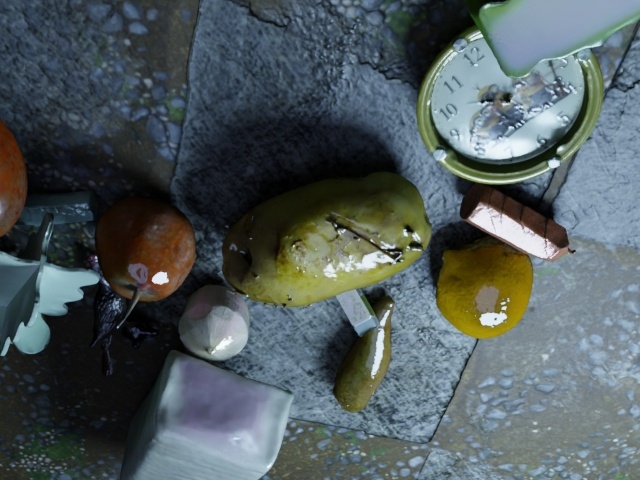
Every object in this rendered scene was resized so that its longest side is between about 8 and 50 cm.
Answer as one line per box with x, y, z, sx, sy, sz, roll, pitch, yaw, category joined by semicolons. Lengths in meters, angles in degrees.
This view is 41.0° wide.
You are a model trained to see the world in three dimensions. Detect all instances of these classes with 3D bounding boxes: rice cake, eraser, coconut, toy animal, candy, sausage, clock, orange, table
-0.443;-0.046;1.229;0.245;0.045;0.042;0;128;3;rice cake
0.055;0.102;1.308;0.038;0.019;0.083;-30;89;24;eraser
-0.160;0.133;1.301;0.110;0.124;0.110;1;125;2;coconut
-0.322;0.107;1.327;0.105;0.070;0.202;-27;125;-31;toy animal
-0.198;0.323;1.383;0.208;0.145;0.358;21;146;-12;candy
0.280;-0.021;1.201;0.169;0.065;0.065;27;124;-16;sausage
0.236;-0.181;1.084;0.237;0.057;0.237;0;126;1;clock
0.242;0.078;1.255;0.160;0.112;0.170;-35;130;25;orange
0.240;-0.295;0.858;0.210;0.274;0.092;-28;123;22;eraser
-0.415;0.064;1.202;0.167;0.166;0.198;31;145;-19;table

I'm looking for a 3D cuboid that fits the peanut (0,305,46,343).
-0.536;0.095;1.312;0.229;0.098;0.103;24;94;-11;peanut

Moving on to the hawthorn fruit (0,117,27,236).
-0.502;-0.107;1.097;0.211;0.210;0.262;-19;105;17;hawthorn fruit

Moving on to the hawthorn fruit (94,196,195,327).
-0.236;0.024;1.196;0.149;0.189;0.149;-20;141;-16;hawthorn fruit

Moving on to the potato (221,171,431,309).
0.000;0.000;1.181;0.300;0.140;0.173;-16;132;13;potato

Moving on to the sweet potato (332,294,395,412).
0.071;0.191;1.368;0.077;0.077;0.243;11;129;-6;sweet potato
